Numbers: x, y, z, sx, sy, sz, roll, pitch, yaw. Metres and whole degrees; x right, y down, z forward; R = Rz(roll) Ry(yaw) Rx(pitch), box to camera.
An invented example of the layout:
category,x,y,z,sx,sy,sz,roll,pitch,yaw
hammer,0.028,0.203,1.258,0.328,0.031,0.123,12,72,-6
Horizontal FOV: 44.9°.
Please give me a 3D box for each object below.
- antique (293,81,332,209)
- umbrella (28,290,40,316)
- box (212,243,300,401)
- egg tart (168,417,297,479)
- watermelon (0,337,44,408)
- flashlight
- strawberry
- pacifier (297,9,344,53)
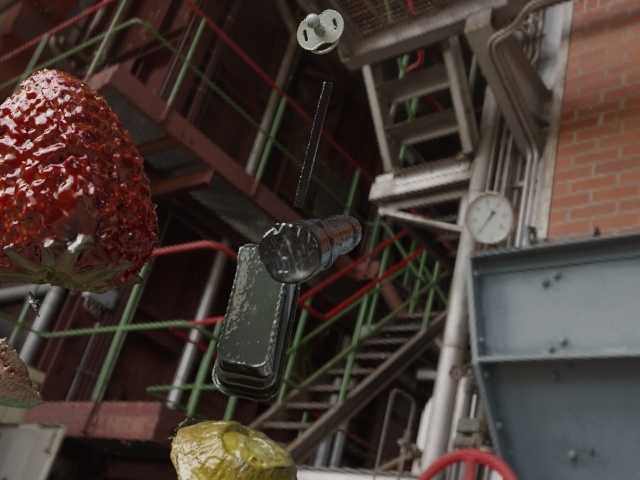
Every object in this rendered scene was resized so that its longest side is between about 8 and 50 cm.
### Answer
category,x,y,z,sx,sy,sz,roll,pitch,yaw
antique,-0.011,-0.140,1.143,0.015,0.192,0.031,13,-3,0
umbrella,-0.546,0.112,1.469,0.149,0.022,0.022,30,-35,57
box,-0.125,0.151,1.460,0.138,0.274,0.178,9,-21,3
egg tart,-0.132,0.371,1.300,0.252,0.098,0.232,33,16,1
watermelon,-0.560,0.244,1.370,0.080,0.101,0.155,-21,-69,36
flashlight,0.000,0.000,1.334,0.103,0.103,0.424,9,7,12
strawberry,-0.390,-0.086,1.251,0.292,0.344,0.292,5,-15,1
pacifier,-0.004,-0.344,1.266,0.083,0.068,0.064,-15,-15,21
